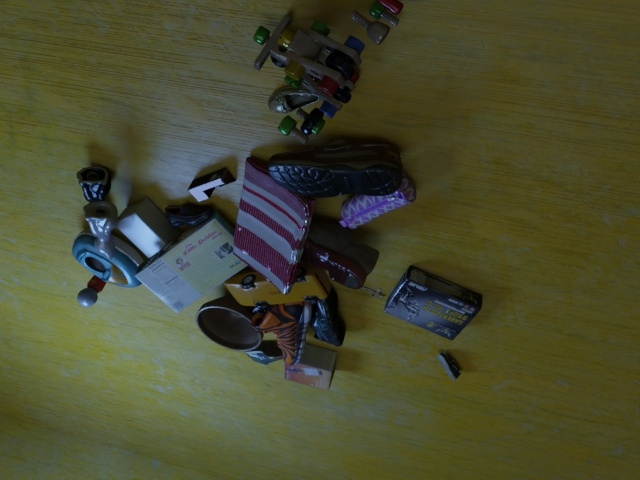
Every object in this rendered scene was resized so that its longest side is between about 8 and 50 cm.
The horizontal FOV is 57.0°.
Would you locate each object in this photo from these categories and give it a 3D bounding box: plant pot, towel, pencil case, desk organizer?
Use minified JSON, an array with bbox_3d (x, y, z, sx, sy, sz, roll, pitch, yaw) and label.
[{"bbox_3d":[-0.294,0.263,2.004,0.237,0.110,0.237,11,135,11],"label":"plant pot"},{"bbox_3d":[-0.140,-0.032,1.592,0.237,0.037,0.329,35,131,25],"label":"towel"},{"bbox_3d":[0.145,-0.097,1.485,0.206,0.088,0.086,-26,118,40],"label":"pencil case"},{"bbox_3d":[-0.301,-0.153,1.633,0.130,0.047,0.050,-15,129,33],"label":"desk organizer"}]

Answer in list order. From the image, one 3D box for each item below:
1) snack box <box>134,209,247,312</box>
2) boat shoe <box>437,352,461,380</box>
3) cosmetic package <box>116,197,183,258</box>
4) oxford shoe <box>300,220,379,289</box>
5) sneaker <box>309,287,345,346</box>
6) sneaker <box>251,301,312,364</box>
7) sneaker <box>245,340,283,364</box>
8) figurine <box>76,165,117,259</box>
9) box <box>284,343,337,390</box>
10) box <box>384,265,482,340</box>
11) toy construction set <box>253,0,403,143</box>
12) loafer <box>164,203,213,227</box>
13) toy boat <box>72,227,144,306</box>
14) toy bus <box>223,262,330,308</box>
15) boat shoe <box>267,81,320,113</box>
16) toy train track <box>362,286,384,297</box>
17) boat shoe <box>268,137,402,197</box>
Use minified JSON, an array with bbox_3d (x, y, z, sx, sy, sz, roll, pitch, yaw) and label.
[{"bbox_3d":[-0.378,0.068,1.787,0.321,0.060,0.187,-33,118,14],"label":"snack box"},{"bbox_3d":[0.422,0.405,1.920,0.125,0.038,0.046,56,169,-25],"label":"boat shoe"},{"bbox_3d":[-0.510,-0.013,1.831,0.117,0.086,0.231,-17,123,33],"label":"cosmetic package"},{"bbox_3d":[0.000,0.000,1.628,0.348,0.130,0.123,33,152,16],"label":"oxford shoe"},{"bbox_3d":[0.007,0.246,1.877,0.106,0.101,0.268,5,135,20],"label":"sneaker"},{"bbox_3d":[-0.139,0.286,1.921,0.179,0.125,0.321,-1,128,-14],"label":"sneaker"},{"bbox_3d":[-0.189,0.416,2.151,0.192,0.064,0.086,0,136,33],"label":"sneaker"},{"bbox_3d":[-0.652,-0.073,1.750,0.092,0.215,0.209,-10,148,-20],"label":"figurine"},{"bbox_3d":[-0.036,0.446,2.101,0.170,0.091,0.130,12,137,9],"label":"box"},{"bbox_3d":[0.325,0.186,1.722,0.230,0.056,0.183,23,137,-2],"label":"box"},{"bbox_3d":[-0.015,-0.400,1.173,0.237,0.257,0.309,37,116,1],"label":"toy construction set"},{"bbox_3d":[-0.391,-0.080,1.734,0.170,0.062,0.061,-11,124,28],"label":"loafer"},{"bbox_3d":[-0.734,0.110,1.993,0.267,0.148,0.318,33,136,-13],"label":"toy boat"},{"bbox_3d":[-0.128,0.119,1.778,0.332,0.130,0.108,-10,128,29],"label":"toy bus"},{"bbox_3d":[-0.061,-0.325,1.363,0.152,0.048,0.056,-7,130,27],"label":"boat shoe"},{"bbox_3d":[0.154,0.158,1.792,0.083,0.014,0.048,22,137,0],"label":"toy train track"},{"bbox_3d":[0.040,-0.180,1.420,0.323,0.120,0.123,5,147,11],"label":"boat shoe"}]
